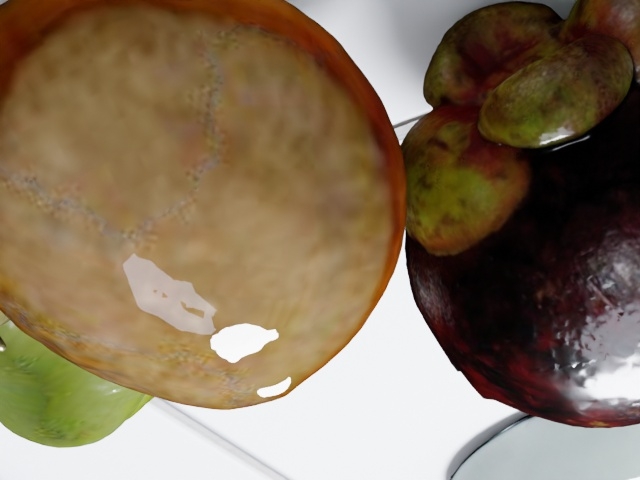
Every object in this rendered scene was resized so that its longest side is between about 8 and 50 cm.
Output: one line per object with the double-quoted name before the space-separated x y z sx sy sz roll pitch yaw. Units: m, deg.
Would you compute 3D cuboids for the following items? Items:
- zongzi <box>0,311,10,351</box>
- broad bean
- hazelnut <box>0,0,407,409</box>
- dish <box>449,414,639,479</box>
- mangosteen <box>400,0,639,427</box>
"zongzi" -0.168 -0.021 0.860 0.160 0.176 0.078 15 124 31
"broad bean" -0.151 0.060 0.965 0.124 0.082 0.174 -7 152 4
"hazelnut" -0.063 -0.031 0.725 0.214 0.214 0.176 23 108 -41
"dish" 0.259 0.213 1.297 0.317 0.106 0.316 -5 150 -3
"mangosteen" 0.129 -0.013 0.790 0.210 0.209 0.210 -5 150 -3
